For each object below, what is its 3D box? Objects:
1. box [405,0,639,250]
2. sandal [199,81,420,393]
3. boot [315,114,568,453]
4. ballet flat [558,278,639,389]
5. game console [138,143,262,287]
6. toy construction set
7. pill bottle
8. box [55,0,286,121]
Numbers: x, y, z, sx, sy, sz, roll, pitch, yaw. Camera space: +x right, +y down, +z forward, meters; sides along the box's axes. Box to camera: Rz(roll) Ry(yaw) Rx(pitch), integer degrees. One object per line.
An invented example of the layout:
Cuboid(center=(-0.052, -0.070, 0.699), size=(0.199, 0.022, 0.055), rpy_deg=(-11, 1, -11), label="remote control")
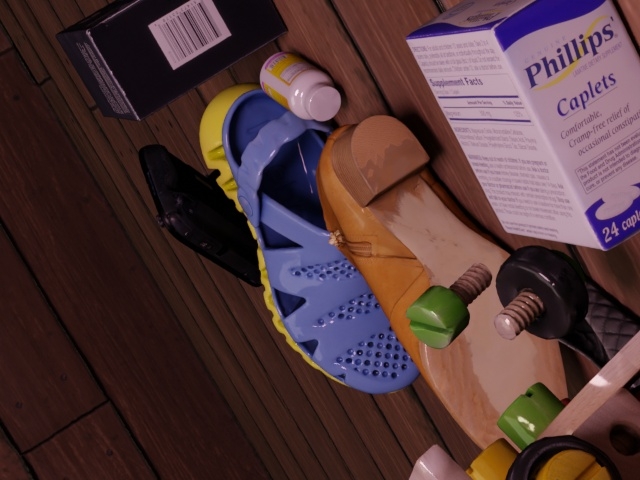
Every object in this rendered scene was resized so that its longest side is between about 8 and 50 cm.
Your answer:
Cuboid(center=(0.127, -0.073, 0.848), size=(0.137, 0.072, 0.126), rpy_deg=(61, 167, -14), label="box")
Cuboid(center=(0.000, 0.000, 1.365), size=(0.317, 0.126, 0.138), rpy_deg=(59, 162, -7), label="sandal")
Cuboid(center=(0.089, 0.039, 1.204), size=(0.295, 0.104, 0.211), rpy_deg=(62, 172, 4), label="boot")
Cuboid(center=(0.175, 0.061, 1.018), size=(0.173, 0.049, 0.057), rpy_deg=(38, 155, 55), label="ballet flat")
Cuboid(center=(-0.082, -0.009, 1.521), size=(0.213, 0.044, 0.361), rpy_deg=(58, -170, 28), label="game console")
Cuboid(center=(0.160, 0.171, 0.831), size=(0.309, 0.237, 0.257), rpy_deg=(55, 148, -7), label="toy construction set")
Cuboid(center=(-0.015, -0.128, 1.287), size=(0.083, 0.043, 0.043), rpy_deg=(41, 158, 53), label="pill bottle")
Cuboid(center=(-0.135, -0.184, 1.350), size=(0.093, 0.156, 0.158), rpy_deg=(61, 166, -15), label="box")
